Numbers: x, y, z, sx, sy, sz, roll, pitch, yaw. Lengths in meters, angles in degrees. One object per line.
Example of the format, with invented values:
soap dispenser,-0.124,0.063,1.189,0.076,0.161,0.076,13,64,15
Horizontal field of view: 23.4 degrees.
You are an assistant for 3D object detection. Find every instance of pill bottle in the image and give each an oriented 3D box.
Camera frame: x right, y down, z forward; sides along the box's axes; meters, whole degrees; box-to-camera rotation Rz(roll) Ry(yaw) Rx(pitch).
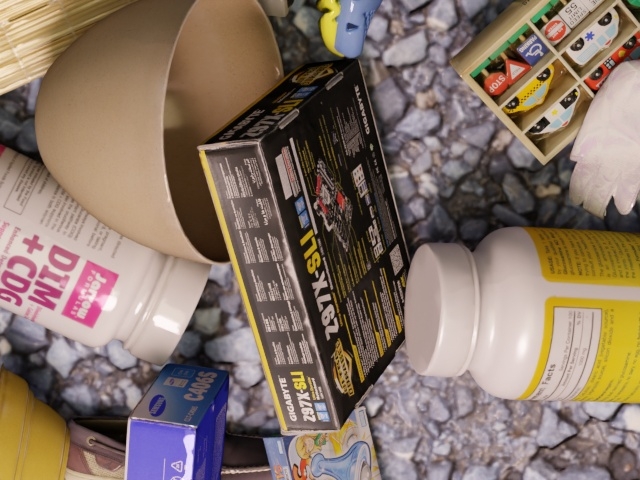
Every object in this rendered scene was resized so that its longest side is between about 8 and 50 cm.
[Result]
pill bottle,0.269,0.080,1.667,0.334,0.188,0.187,3,106,-13
pill bottle,-0.272,0.018,1.668,0.283,0.160,0.160,25,104,-9

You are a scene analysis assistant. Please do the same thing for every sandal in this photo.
sandal,0.085,-0.335,1.601,0.138,0.126,0.317,17,107,-11

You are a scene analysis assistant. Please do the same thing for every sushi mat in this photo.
sushi mat,-0.278,-0.248,1.602,0.317,0.019,0.151,-23,126,4

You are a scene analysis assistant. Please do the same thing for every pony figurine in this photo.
pony figurine,0.440,-0.152,1.588,0.363,0.303,0.351,-1,110,-32

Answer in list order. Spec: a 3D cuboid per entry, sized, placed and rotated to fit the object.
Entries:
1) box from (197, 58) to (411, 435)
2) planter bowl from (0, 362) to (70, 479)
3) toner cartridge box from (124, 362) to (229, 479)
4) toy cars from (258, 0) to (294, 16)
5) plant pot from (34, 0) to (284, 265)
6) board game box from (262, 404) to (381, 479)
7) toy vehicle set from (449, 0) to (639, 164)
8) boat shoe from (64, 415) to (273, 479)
box,0.000,0.000,1.613,0.079,0.257,0.322,-4,113,29
planter bowl,-0.329,0.250,1.711,0.090,0.217,0.217,12,106,-12
toner cartridge box,-0.162,0.324,1.661,0.075,0.165,0.347,7,106,6
toy cars,-0.137,-0.405,1.584,0.393,0.087,0.176,46,135,-15
plant pot,-0.177,-0.123,1.579,0.191,0.284,0.284,4,108,22
board game box,0.016,0.303,1.760,0.035,0.136,0.201,-12,93,47
toy vehicle set,0.287,-0.224,1.650,0.267,0.035,0.166,-43,125,10
boat shoe,-0.159,0.243,1.772,0.285,0.103,0.092,1,111,4
